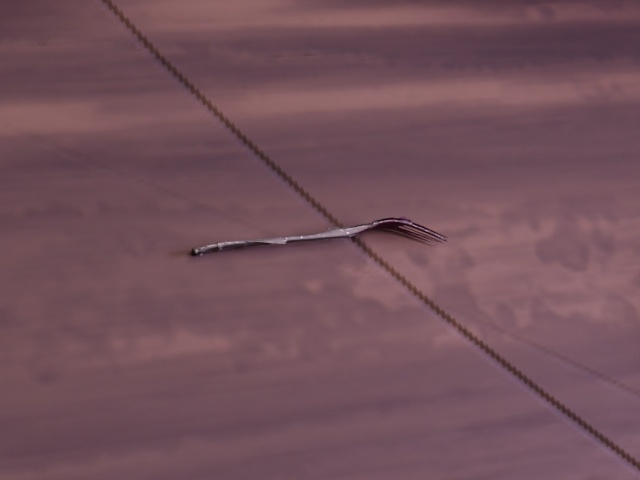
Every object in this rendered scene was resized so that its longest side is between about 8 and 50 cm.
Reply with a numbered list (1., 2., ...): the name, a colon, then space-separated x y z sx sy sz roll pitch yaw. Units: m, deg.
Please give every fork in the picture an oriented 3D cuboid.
1. fork: 0.000 -0.001 0.792 0.115 0.016 0.012 -3 73 -23
